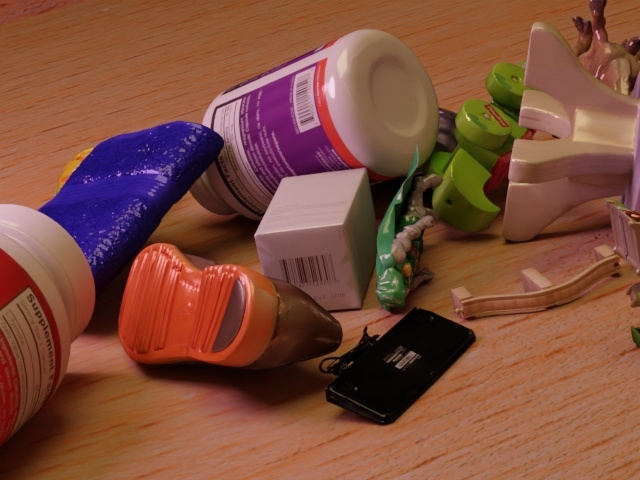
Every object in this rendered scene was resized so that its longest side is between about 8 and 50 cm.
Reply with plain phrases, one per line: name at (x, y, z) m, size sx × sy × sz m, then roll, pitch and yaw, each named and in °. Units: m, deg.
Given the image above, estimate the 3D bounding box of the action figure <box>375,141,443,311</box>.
action figure at (0.094, 0.007, 1.899) m, size 0.064 × 0.137 × 0.232 m, roll 6°, pitch 33°, yaw 10°

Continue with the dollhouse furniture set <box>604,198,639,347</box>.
dollhouse furniture set at (0.320, 0.029, 1.640) m, size 0.059 × 0.151 × 0.076 m, roll -15°, pitch 20°, yaw -6°

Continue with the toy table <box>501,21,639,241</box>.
toy table at (0.297, -0.110, 1.923) m, size 0.161 × 0.252 × 0.274 m, roll 8°, pitch 11°, yaw 6°

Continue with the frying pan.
frying pan at (0.143, -0.099, 2.212) m, size 0.197 × 0.053 × 0.326 m, roll -26°, pitch 36°, yaw -28°

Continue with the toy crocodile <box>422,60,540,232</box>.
toy crocodile at (0.215, -0.125, 2.113) m, size 0.105 × 0.115 × 0.340 m, roll 33°, pitch 34°, yaw 4°

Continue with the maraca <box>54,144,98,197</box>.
maraca at (-0.292, -0.054, 2.267) m, size 0.127 × 0.099 × 0.185 m, roll -2°, pitch 47°, yaw 15°

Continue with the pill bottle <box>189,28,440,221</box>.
pill bottle at (-0.022, -0.131, 2.131) m, size 0.323 × 0.181 × 0.181 m, roll -19°, pitch 11°, yaw 42°

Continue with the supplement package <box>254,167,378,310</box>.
supplement package at (0.000, 0.000, 1.949) m, size 0.105 × 0.105 × 0.179 m, roll -7°, pitch 21°, yaw 13°

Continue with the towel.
towel at (-0.273, -0.029, 2.055) m, size 0.228 × 0.076 × 0.308 m, roll -14°, pitch 30°, yaw 42°

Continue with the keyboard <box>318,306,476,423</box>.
keyboard at (0.070, 0.126, 1.708) m, size 0.100 × 0.038 × 0.192 m, roll 26°, pitch 35°, yaw 22°

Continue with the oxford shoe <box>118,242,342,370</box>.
oxford shoe at (-0.108, 0.084, 1.824) m, size 0.133 × 0.130 × 0.364 m, roll 15°, pitch -1°, yaw -29°

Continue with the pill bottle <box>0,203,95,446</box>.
pill bottle at (-0.389, 0.119, 1.674) m, size 0.229 × 0.229 × 0.407 m, roll -2°, pitch 22°, yaw 24°

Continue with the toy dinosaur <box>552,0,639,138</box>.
toy dinosaur at (0.357, -0.199, 2.284) m, size 0.127 × 0.200 × 0.296 m, roll 24°, pitch -3°, yaw -3°

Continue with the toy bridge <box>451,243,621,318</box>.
toy bridge at (0.230, 0.049, 1.812) m, size 0.188 × 0.026 × 0.063 m, roll -16°, pitch 22°, yaw -11°
